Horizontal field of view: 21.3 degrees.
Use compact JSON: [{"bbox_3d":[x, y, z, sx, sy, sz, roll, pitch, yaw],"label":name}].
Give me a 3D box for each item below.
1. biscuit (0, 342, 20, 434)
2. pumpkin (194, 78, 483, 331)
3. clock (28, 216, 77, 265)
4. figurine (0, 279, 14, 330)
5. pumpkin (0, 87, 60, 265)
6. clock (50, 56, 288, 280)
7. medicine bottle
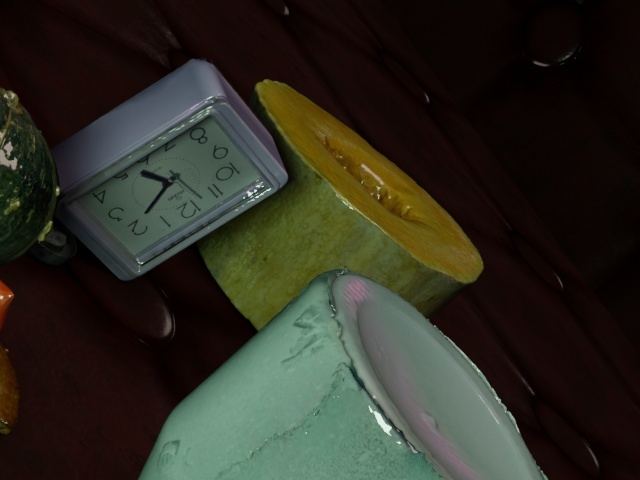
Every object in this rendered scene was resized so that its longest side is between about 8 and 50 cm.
[{"bbox_3d":[-0.296,0.056,1.256,0.206,0.025,0.126,45,17,-13],"label":"biscuit"},{"bbox_3d":[0.000,0.000,1.879,0.332,0.199,0.332,39,11,-9],"label":"pumpkin"},{"bbox_3d":[-0.255,-0.012,1.533,0.085,0.017,0.085,42,17,-16],"label":"clock"},{"bbox_3d":[-0.260,0.068,1.120,0.075,0.140,0.068,50,13,9],"label":"figurine"},{"bbox_3d":[-0.291,-0.063,1.330,0.190,0.146,0.190,60,-4,7],"label":"pumpkin"},{"bbox_3d":[-0.145,-0.063,1.580,0.144,0.193,0.073,49,12,-48],"label":"clock"},{"bbox_3d":[-0.018,0.198,1.168,0.245,0.290,0.245,44,16,-16],"label":"medicine bottle"}]
